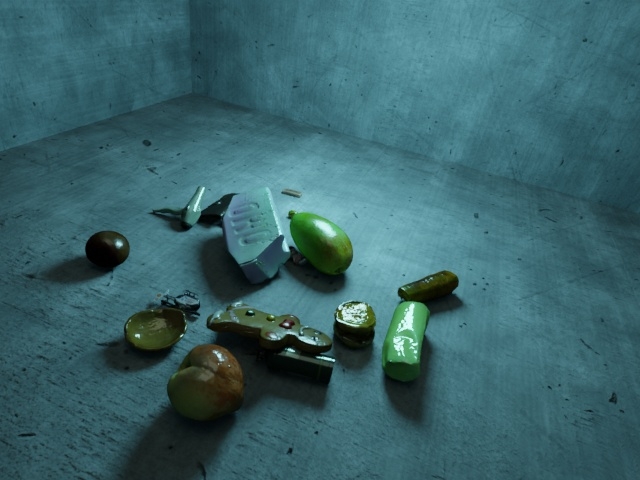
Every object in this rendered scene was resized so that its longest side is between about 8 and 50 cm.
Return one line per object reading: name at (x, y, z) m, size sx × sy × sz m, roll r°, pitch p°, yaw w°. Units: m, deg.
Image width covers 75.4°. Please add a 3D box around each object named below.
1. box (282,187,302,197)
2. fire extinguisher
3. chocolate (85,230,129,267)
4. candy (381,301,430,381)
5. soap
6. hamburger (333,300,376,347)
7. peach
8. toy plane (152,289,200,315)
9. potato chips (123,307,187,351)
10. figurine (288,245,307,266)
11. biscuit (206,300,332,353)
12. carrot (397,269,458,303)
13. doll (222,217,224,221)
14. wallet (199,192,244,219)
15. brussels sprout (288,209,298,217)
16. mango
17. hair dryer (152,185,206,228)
box at (-0.168, -0.286, 2.472) m, size 0.115 × 0.025 × 0.048 m, roll 16°, pitch 36°, yaw 9°
fire extinguisher at (-0.102, 0.407, 1.402) m, size 0.294 × 0.093 × 0.118 m, roll 12°, pitch 8°, yaw 5°
chocolate at (-0.872, 0.026, 1.715) m, size 0.176 × 0.177 × 0.177 m, roll 7°, pitch 34°, yaw -4°
candy at (0.318, 0.362, 1.534) m, size 0.142 × 0.132 × 0.343 m, roll 29°, pitch 36°, yaw 1°
soap at (-0.296, -0.026, 1.856) m, size 0.261 × 0.156 × 0.446 m, roll -16°, pitch 48°, yaw -5°
hamburger at (0.127, 0.318, 1.582) m, size 0.177 × 0.114 × 0.185 m, roll -25°, pitch 39°, yaw -33°
peach at (-0.327, 0.433, 1.235) m, size 0.232 × 0.233 × 0.233 m, roll 7°, pitch 34°, yaw -4°
toy plane at (-0.538, 0.231, 1.588) m, size 0.197 × 0.053 × 0.078 m, roll 17°, pitch 43°, yaw 4°
potato chips at (-0.570, 0.315, 1.444) m, size 0.195 × 0.062 × 0.208 m, roll 23°, pitch 34°, yaw 9°
figurine at (-0.121, 0.077, 1.925) m, size 0.072 × 0.054 × 0.129 m, roll -36°, pitch 61°, yaw -28°
biscuit at (-0.162, 0.301, 1.474) m, size 0.431 × 0.064 × 0.283 m, roll 13°, pitch 9°, yaw 14°
carrot at (0.475, 0.213, 1.818) m, size 0.301 × 0.114 × 0.114 m, roll -15°, pitch 40°, yaw -26°
doll at (-0.351, -0.068, 2.056) m, size 0.285 × 0.091 × 0.203 m, roll 5°, pitch 21°, yaw -7°
wallet at (-0.506, -0.186, 2.184) m, size 0.165 × 0.042 × 0.309 m, roll 4°, pitch 29°, yaw 23°
brussels sprout at (-0.138, -0.131, 2.232) m, size 0.051 × 0.046 × 0.083 m, roll -46°, pitch 58°, yaw 0°
mango at (0.000, 0.000, 1.904) m, size 0.225 × 0.201 × 0.382 m, roll -25°, pitch 57°, yaw -30°
hair dryer at (-0.692, -0.193, 2.088) m, size 0.267 × 0.092 × 0.229 m, roll 24°, pitch 69°, yaw 23°
